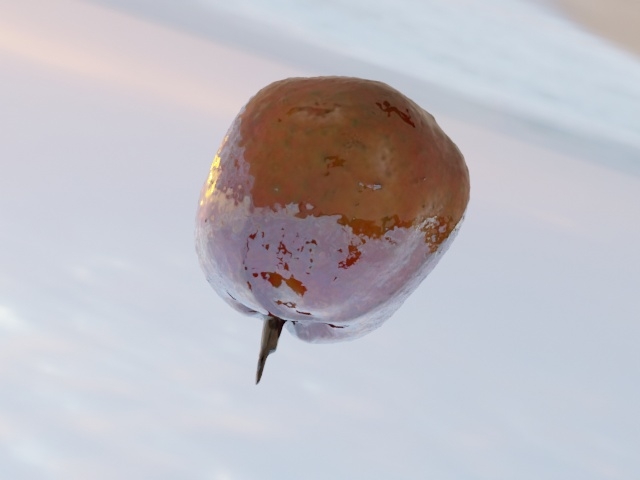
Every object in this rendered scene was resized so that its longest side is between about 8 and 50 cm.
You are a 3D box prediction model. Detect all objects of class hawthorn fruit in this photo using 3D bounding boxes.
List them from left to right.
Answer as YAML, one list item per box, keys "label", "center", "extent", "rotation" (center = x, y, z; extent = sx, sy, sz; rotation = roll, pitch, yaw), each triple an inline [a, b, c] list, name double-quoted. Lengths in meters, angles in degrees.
- label: "hawthorn fruit"
  center: [0.000, 0.000, 1.853]
  extent: [0.254, 0.300, 0.254]
  rotation: [17, 163, 5]
